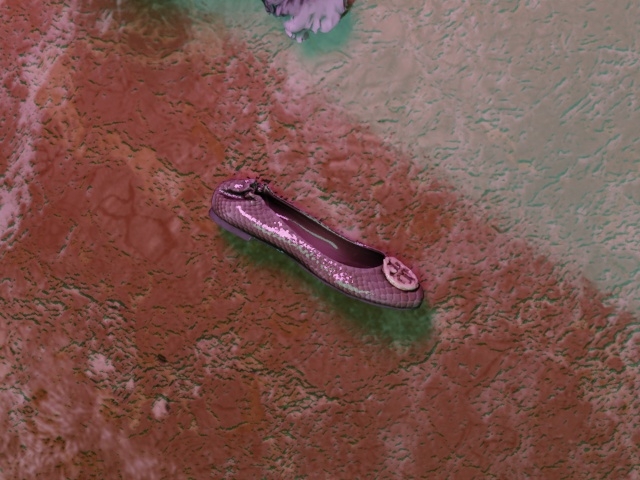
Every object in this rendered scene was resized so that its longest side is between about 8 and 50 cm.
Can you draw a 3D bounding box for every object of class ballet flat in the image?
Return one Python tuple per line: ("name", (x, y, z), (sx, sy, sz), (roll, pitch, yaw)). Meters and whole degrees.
("ballet flat", (0.000, 0.000, 2.026), (0.250, 0.084, 0.058), (27, 110, 7))

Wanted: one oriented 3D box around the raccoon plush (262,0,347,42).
("raccoon plush", (-0.175, -0.401, 1.924), (0.216, 0.299, 0.446), (-30, 132, 1))
